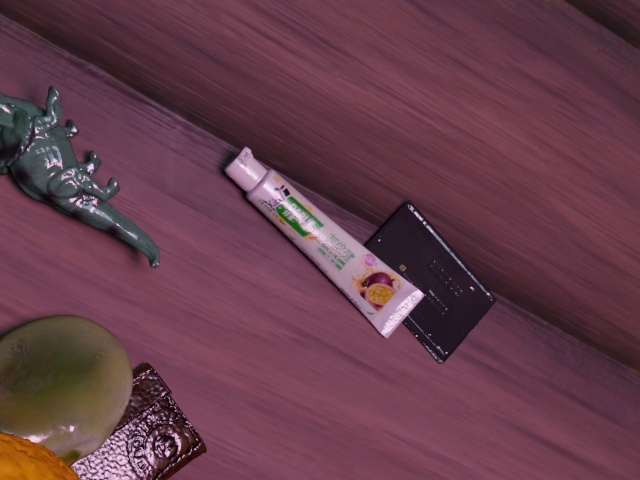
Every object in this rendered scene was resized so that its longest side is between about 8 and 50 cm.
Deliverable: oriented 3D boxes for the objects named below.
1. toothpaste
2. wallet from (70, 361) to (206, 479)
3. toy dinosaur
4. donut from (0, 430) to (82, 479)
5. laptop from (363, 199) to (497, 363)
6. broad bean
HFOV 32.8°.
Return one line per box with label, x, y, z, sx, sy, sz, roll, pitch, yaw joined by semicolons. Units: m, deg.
toothpaste;0.000;0.000;1.430;0.314;0.058;0.056;42;40;-11
wallet;-0.260;0.261;1.257;0.243;0.039;0.133;-34;89;-29
toy dinosaur;-0.294;-0.088;1.304;0.292;0.079;0.120;34;72;-11
donut;-0.374;0.353;1.017;0.378;0.435;0.163;14;27;-47
laptop;0.144;0.056;1.497;0.197;0.016;0.135;47;66;-7
broad bean;-0.304;0.177;1.211;0.169;0.100;0.228;22;56;-7
